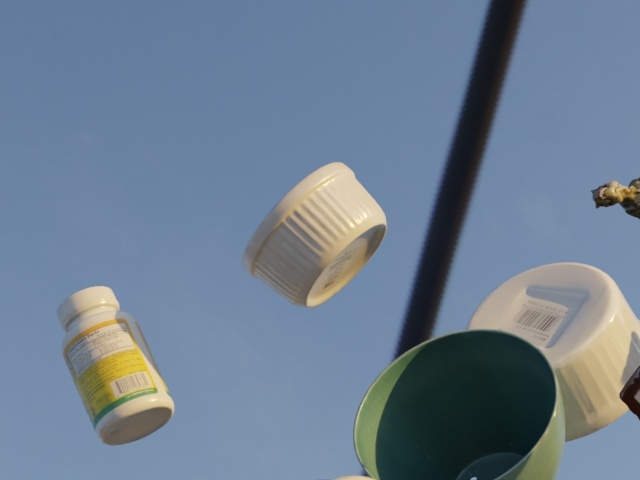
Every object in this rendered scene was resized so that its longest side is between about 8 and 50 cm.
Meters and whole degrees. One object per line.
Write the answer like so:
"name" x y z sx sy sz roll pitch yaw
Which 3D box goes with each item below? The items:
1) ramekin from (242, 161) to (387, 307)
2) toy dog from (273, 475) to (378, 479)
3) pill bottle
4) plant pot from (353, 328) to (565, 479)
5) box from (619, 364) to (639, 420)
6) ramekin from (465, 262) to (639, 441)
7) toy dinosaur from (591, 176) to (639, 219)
"ramekin" 0.000 0.000 2.173 0.207 0.109 0.207 -43 -15 -14
"toy dog" 0.023 0.343 1.523 0.395 0.284 0.408 -19 -4 -13
"pill bottle" -0.296 0.173 2.172 0.118 0.208 0.117 -23 -24 -11
"plant pot" 0.215 0.294 2.126 0.290 0.290 0.195 -26 -52 4
"box" 0.525 0.074 1.715 0.381 0.143 0.191 -40 -16 -22
"ramekin" 0.348 0.159 2.298 0.277 0.277 0.135 -27 -59 5
"toy dinosaur" 0.439 -0.044 1.865 0.268 0.064 0.118 24 -46 -36
